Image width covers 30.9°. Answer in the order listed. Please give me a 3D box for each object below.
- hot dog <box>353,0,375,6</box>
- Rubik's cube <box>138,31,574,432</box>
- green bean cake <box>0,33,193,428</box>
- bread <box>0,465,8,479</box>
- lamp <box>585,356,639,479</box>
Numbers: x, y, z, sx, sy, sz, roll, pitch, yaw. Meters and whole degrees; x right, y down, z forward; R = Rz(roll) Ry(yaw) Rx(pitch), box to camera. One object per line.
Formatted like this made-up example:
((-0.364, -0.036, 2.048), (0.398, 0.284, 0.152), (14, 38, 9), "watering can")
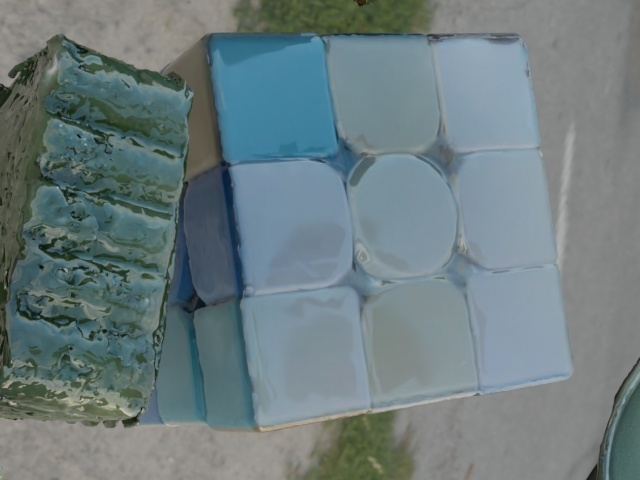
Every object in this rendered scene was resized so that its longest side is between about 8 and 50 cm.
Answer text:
((0.109, -0.347, 1.123), (0.261, 0.093, 0.123), (-38, 125, 12), "hot dog")
((0.000, 0.000, 1.161), (0.347, 0.344, 0.346), (-3, 83, -26), "Rubik's cube")
((-0.193, 0.003, 0.814), (0.132, 0.241, 0.255), (15, 71, -29), "green bean cake")
((-0.273, 0.181, 0.688), (0.174, 0.245, 0.121), (-42, 109, -30), "bread")
((0.193, 0.103, 0.541), (0.172, 0.147, 0.227), (-47, 170, 4), "lamp")
